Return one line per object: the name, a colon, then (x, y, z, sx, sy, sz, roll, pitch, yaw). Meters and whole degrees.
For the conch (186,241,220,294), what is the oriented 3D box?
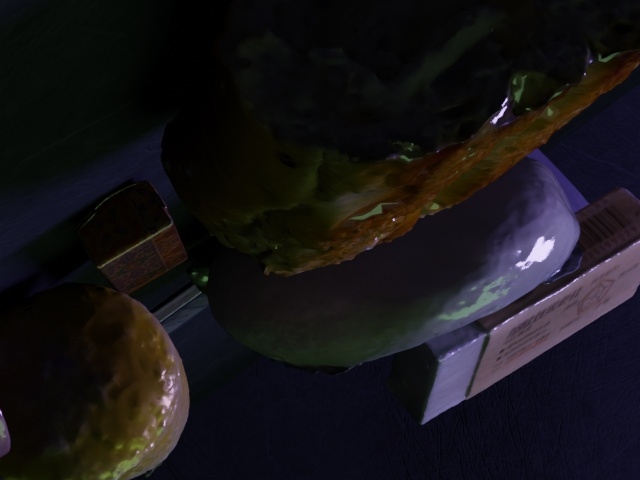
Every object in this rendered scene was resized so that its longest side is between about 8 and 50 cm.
conch: (-0.068, 0.035, 1.983, 0.106, 0.173, 0.116, 107, -7, -56)

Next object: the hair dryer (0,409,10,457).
hair dryer: (-0.404, 0.191, 1.437, 0.210, 0.125, 0.352, -31, 180, -25)

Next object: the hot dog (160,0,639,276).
hot dog: (0.067, -0.120, 1.177, 0.367, 0.196, 0.365, -27, 169, -20)

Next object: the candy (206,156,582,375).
candy: (0.080, -0.004, 1.787, 0.386, 0.186, 0.427, -29, -160, -24)

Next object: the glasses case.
glasses case: (-0.163, 0.000, 1.489, 0.075, 0.049, 0.218, -31, 174, -5)

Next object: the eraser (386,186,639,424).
eraser: (0.230, 0.072, 1.924, 0.343, 0.078, 0.144, -28, 150, -27)

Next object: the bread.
bread: (-0.215, 0.136, 1.517, 0.197, 0.197, 0.170, -34, 163, -3)

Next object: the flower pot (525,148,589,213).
flower pot: (0.174, -0.038, 2.127, 0.265, 0.243, 0.265, -37, 175, -3)

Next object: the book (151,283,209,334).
book: (-0.210, 0.111, 2.264, 0.322, 0.018, 0.228, -36, 175, 7)
